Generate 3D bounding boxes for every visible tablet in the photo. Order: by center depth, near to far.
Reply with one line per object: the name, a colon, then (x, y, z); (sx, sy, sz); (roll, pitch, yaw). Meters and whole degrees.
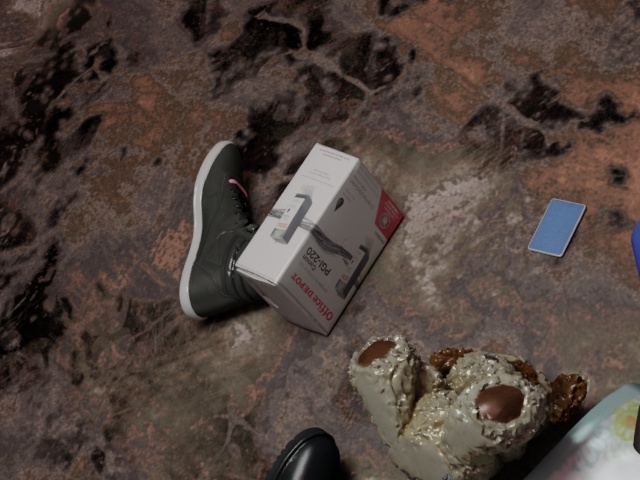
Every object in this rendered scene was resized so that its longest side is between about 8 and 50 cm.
tablet: (0.318, -0.017, 1.823); (0.054, 0.006, 0.083); (15, 68, 39)

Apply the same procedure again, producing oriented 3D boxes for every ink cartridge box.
ink cartridge box: (0.000, 0.000, 1.909); (0.092, 0.158, 0.218); (23, 73, 41)

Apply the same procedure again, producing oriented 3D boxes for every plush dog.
plush dog: (0.190, 0.210, 1.625); (0.262, 0.210, 0.225); (16, 31, 42)

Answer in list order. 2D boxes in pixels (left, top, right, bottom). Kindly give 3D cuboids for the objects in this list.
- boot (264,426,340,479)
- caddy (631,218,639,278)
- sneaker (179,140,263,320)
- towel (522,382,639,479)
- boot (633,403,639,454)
boot: (0.002, 0.377, 1.677); (0.207, 0.094, 0.246); (24, 80, 45)
caddy: (0.512, 0.031, 1.495); (0.341, 0.241, 0.179); (-32, 39, 22)
sneaker: (-0.114, -0.022, 2.045); (0.147, 0.104, 0.296); (-7, 61, 27)
towel: (0.329, 0.372, 1.480); (0.374, 0.090, 0.320); (-46, 47, -3)
boot: (0.475, 0.106, 1.412); (0.264, 0.280, 0.096); (10, 18, -2)
